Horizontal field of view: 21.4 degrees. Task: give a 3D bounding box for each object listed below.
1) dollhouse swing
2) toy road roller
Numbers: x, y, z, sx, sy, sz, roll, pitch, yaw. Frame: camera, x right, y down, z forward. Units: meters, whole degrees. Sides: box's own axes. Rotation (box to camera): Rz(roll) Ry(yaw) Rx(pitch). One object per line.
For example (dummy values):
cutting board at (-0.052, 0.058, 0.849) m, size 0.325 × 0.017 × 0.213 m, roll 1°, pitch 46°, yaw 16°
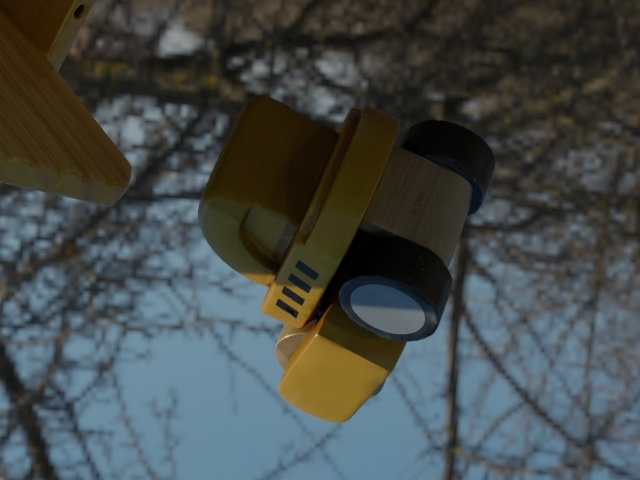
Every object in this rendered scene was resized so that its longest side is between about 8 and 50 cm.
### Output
dollhouse swing at (-0.277, -0.249, 1.540) m, size 0.305 × 0.315 × 0.347 m, roll 34°, pitch -171°, yaw 28°
toy road roller at (0.000, 0.000, 1.612) m, size 0.241 × 0.202 × 0.329 m, roll 25°, pitch 146°, yaw -3°
